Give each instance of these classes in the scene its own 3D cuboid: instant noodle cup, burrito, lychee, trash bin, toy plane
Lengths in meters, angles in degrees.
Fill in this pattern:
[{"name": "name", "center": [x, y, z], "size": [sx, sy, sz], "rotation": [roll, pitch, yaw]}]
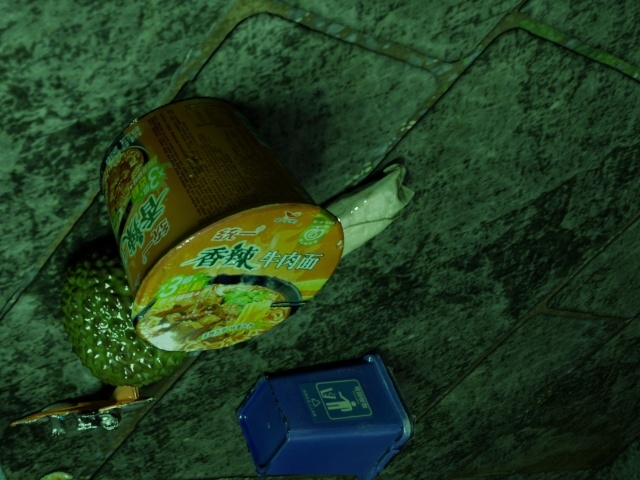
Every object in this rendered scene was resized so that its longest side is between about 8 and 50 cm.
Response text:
[{"name": "instant noodle cup", "center": [-0.116, -0.023, 1.245], "size": [0.230, 0.182, 0.230], "rotation": [-22, 149, -14]}, {"name": "burrito", "center": [0.000, 0.000, 1.509], "size": [0.275, 0.059, 0.082], "rotation": [-34, 136, 5]}, {"name": "lychee", "center": [-0.213, 0.079, 1.345], "size": [0.171, 0.171, 0.171], "rotation": [-22, 149, -14]}, {"name": "trash bin", "center": [0.003, 0.280, 1.844], "size": [0.234, 0.163, 0.184], "rotation": [1, 138, -34]}, {"name": "toy plane", "center": [-0.305, 0.229, 1.579], "size": [0.188, 0.062, 0.135], "rotation": [-21, 175, -12]}]

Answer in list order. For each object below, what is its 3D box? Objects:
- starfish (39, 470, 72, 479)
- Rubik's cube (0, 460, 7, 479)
[{"name": "starfish", "center": [-0.484, 0.477, 1.792], "size": [0.357, 0.078, 0.347], "rotation": [-28, 153, -5]}, {"name": "Rubik's cube", "center": [-0.511, 0.299, 1.313], "size": [0.256, 0.253, 0.259], "rotation": [5, 136, -45]}]
